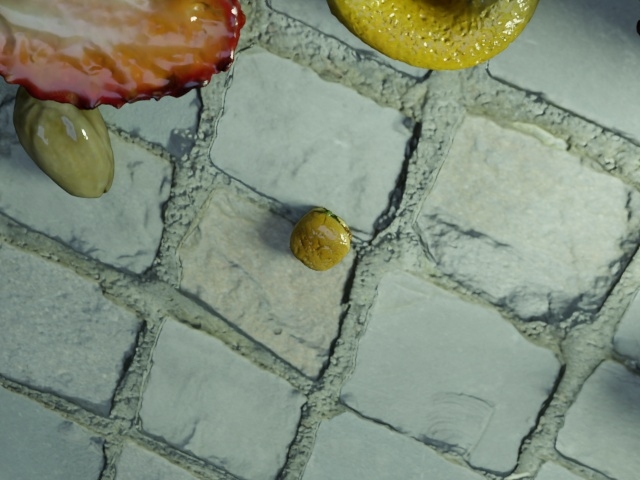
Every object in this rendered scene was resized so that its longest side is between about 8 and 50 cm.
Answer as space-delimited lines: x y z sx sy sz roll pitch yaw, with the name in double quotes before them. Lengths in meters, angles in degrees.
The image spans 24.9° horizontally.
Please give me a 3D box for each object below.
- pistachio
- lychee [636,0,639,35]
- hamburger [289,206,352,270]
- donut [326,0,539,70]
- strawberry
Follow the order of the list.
"pistachio" -0.328 -0.129 1.870 0.126 0.108 0.185 3 131 47
"lychee" 0.468 -0.189 1.394 0.330 0.306 0.306 27 125 3
"hamburger" 0.000 0.000 1.849 0.076 0.044 0.083 34 123 -1
"donut" 0.119 -0.302 1.545 0.277 0.108 0.278 2 118 4
"strawberry" -0.251 -0.289 1.728 0.336 0.149 0.265 14 117 2
